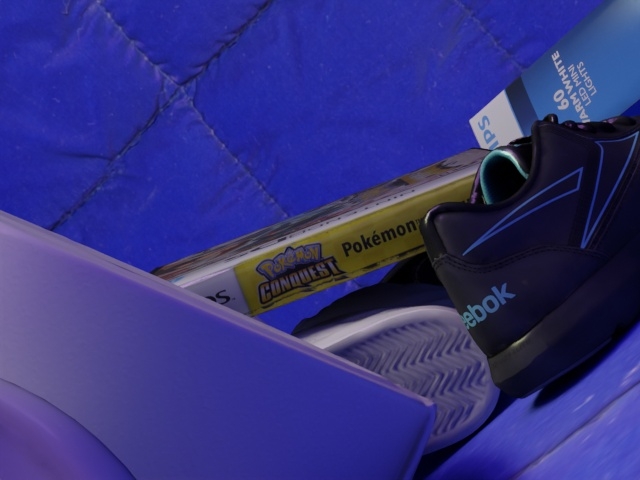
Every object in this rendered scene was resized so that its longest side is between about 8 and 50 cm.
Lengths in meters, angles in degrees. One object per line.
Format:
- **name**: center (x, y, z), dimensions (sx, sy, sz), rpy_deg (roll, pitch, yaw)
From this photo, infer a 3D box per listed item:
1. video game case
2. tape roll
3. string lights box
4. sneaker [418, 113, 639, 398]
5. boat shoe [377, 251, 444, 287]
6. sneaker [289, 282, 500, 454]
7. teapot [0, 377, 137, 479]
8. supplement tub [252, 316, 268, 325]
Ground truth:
- **video game case**: center (0.000, 0.000, 1.011), dimensions (0.248, 0.035, 0.275), rpy_deg (-21, 4, 2)
- **tape roll**: center (-0.093, 0.062, 0.723), dimensions (0.286, 0.286, 0.100), rpy_deg (135, 159, -86)
- **string lights box**: center (0.236, -0.120, 1.079), dimensions (0.133, 0.076, 0.260), rpy_deg (-5, -25, -40)
- **sneaker**: center (0.151, -0.031, 0.836), dimensions (0.267, 0.106, 0.101), rpy_deg (-40, -3, -42)
- **boat shoe**: center (0.097, 0.031, 1.045), dimensions (0.233, 0.084, 0.079), rpy_deg (-39, 0, 3)
- **sneaker**: center (-0.030, 0.100, 0.941), dimensions (0.293, 0.108, 0.169), rpy_deg (-14, 2, 11)
- **teapot**: center (-0.148, 0.171, 0.510), dimensions (0.187, 0.256, 0.252), rpy_deg (86, -152, -61)
- **supplement tub**: center (-0.144, 0.179, 1.223), dimensions (0.272, 0.191, 0.191), rpy_deg (-42, 0, 34)
